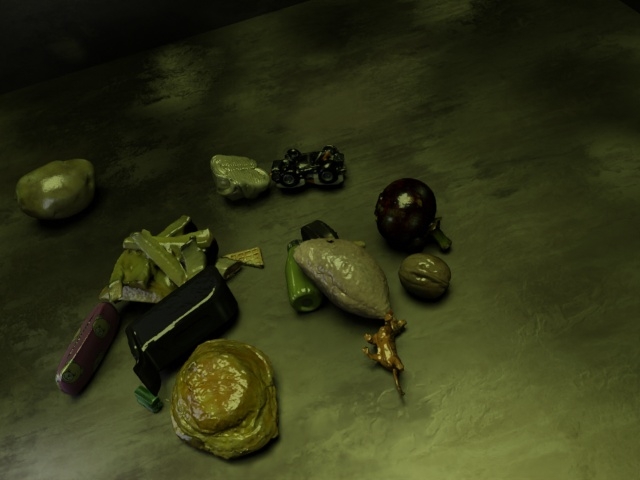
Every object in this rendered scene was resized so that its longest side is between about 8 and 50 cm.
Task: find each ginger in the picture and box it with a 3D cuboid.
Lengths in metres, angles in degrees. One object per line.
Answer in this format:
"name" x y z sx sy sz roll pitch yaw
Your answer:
"ginger" -0.542 0.073 1.969 0.358 0.211 0.413 25 68 26

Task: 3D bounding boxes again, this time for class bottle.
"bottle" -0.062 0.107 1.942 0.112 0.112 0.260 -14 47 1

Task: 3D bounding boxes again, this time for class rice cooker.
"rice cooker" 0.000 0.000 2.025 0.106 0.112 0.165 -34 50 -25

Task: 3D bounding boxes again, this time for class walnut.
"walnut" 0.326 0.109 1.832 0.162 0.140 0.140 20 55 11

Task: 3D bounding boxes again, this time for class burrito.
"burrito" -0.394 0.089 2.076 0.226 0.060 0.087 10 47 21

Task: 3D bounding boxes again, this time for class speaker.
"speaker" -0.419 0.274 1.818 0.388 0.180 0.184 -38 39 -19

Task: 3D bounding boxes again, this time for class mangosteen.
"mangosteen" 0.320 -0.076 1.967 0.289 0.231 0.231 30 56 -1

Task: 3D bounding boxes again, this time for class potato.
"potato" -1.075 -0.206 2.403 0.326 0.221 0.243 -34 60 -30

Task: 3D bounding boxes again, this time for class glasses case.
"glasses case" -0.748 0.344 1.890 0.076 0.123 0.316 5 50 17

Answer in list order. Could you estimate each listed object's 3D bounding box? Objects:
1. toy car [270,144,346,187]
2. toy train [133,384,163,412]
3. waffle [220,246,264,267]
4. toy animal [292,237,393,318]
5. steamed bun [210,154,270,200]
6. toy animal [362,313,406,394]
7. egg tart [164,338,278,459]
"toy car" -0.049 -0.282 2.290 0.301 0.118 0.193 -7 39 9
"toy train" -0.519 0.476 1.758 0.093 0.056 0.038 23 53 27
"waffle" -0.281 0.076 2.085 0.153 0.023 0.097 -14 46 -1
"toy animal" 0.096 0.110 1.831 0.358 0.188 0.226 45 29 16
"steamed bun" -0.324 -0.229 2.297 0.218 0.144 0.211 -8 47 -36
"toy animal" 0.201 0.338 1.694 0.114 0.116 0.255 -26 49 22
"egg tart" -0.292 0.435 1.661 0.340 0.153 0.351 -7 58 11
